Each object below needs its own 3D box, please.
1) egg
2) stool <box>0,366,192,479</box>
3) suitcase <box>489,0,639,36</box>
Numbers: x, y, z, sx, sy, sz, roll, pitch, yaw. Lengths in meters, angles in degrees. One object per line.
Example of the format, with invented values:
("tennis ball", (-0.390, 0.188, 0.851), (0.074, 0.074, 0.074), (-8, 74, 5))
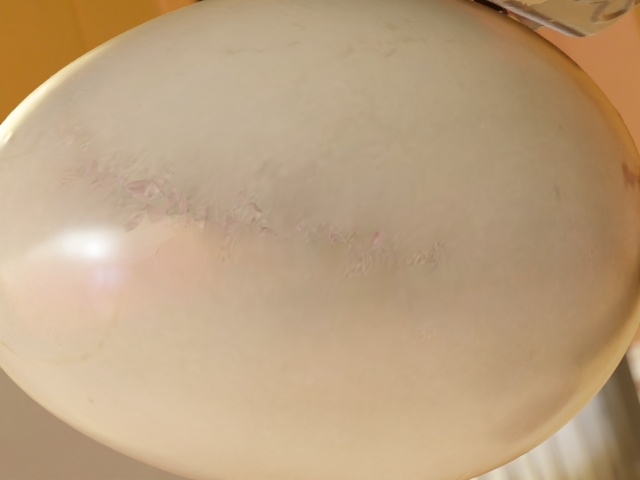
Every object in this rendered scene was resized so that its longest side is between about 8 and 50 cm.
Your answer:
("egg", (0.000, 0.000, 0.675), (0.264, 0.183, 0.183), (0, 168, -36))
("stool", (-0.111, 0.091, 0.914), (0.170, 0.270, 0.243), (-13, 175, -22))
("suitcase", (0.161, -0.270, 1.343), (0.339, 0.194, 0.351), (-42, 163, 17))
